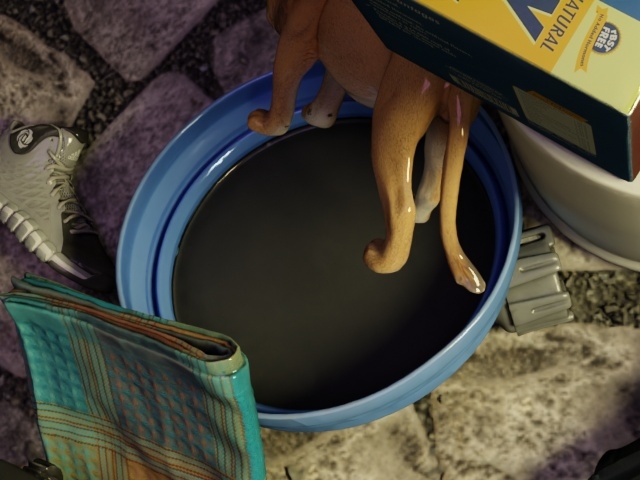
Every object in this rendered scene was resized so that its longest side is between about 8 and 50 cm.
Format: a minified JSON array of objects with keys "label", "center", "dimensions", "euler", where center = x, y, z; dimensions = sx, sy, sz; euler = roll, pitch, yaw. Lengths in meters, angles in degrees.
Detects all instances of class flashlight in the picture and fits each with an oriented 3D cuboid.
[{"label":"flashlight","center":[0.090,0.083,1.135],"dimensions":[0.304,0.103,0.103],"euler":[-15,52,9]}]

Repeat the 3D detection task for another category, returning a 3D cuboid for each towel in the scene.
[{"label":"towel","center":[-0.159,0.222,1.079],"dimensions":[0.271,0.040,0.370],"euler":[14,124,30]}]

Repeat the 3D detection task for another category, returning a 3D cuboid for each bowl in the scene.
[{"label":"bowl","center":[0.000,0.000,1.110],"dimensions":[0.391,0.077,0.391],"euler":[-9,58,14]}]

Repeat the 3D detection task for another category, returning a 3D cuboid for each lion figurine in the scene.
[{"label":"lion figurine","center":[0.047,-0.156,0.978],"dimensions":[0.392,0.142,0.240],"euler":[44,128,36]}]

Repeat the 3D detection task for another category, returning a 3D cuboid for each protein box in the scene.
[{"label":"protein box","center":[0.133,-0.154,0.694],"dimensions":[0.199,0.201,0.136],"euler":[32,92,17]}]

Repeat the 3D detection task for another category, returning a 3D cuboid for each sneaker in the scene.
[{"label":"sneaker","center":[-0.278,-0.053,1.257],"dimensions":[0.228,0.086,0.132],"euler":[38,91,17]}]

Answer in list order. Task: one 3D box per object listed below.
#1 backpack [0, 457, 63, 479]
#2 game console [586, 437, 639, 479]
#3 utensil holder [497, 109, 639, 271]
[{"label":"backpack","center":[-0.274,0.421,1.093],"dimensions":[0.290,0.273,0.356],"euler":[20,132,18]},{"label":"game console","center":[0.387,0.137,1.005],"dimensions":[0.361,0.213,0.044],"euler":[-35,83,28]},{"label":"utensil holder","center":[0.296,-0.147,0.955],"dimensions":[0.327,0.385,0.328],"euler":[-2,83,16]}]
